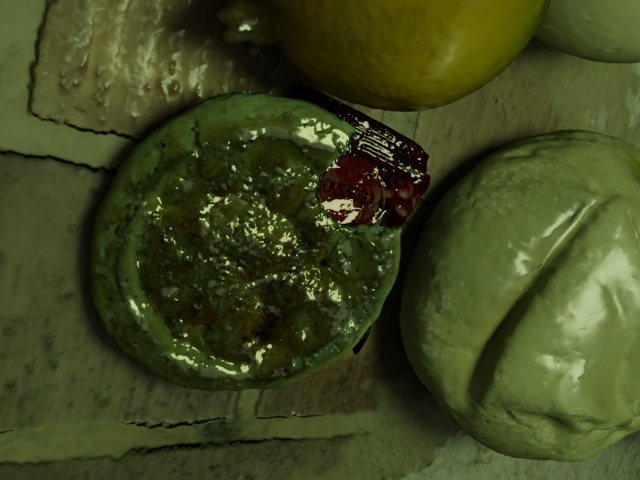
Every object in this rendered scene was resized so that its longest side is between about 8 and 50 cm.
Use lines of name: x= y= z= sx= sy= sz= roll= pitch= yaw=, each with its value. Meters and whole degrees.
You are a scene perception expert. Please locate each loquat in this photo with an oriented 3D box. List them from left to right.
loquat: x=0.041 y=-0.191 z=0.470 sx=0.246 sy=0.213 sz=0.213 roll=-23 pitch=120 yaw=-7

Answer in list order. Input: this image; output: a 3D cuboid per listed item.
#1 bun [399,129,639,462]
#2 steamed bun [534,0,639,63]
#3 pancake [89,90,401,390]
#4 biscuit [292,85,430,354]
bun: x=0.264 y=0.069 z=0.703 sx=0.365 sy=0.219 sz=0.364 roll=-11 pitch=109 yaw=-34
steamed bun: x=0.310 y=-0.325 z=0.551 sx=0.375 sy=0.241 sz=0.374 roll=-25 pitch=134 yaw=-29
pancake: x=-0.057 y=0.015 z=0.524 sx=0.254 sy=0.037 sz=0.253 roll=-4 pitch=110 yaw=-12
biscuit: x=0.006 y=0.001 z=0.594 sx=0.151 sy=0.063 sz=0.235 roll=18 pitch=100 yaw=-26
